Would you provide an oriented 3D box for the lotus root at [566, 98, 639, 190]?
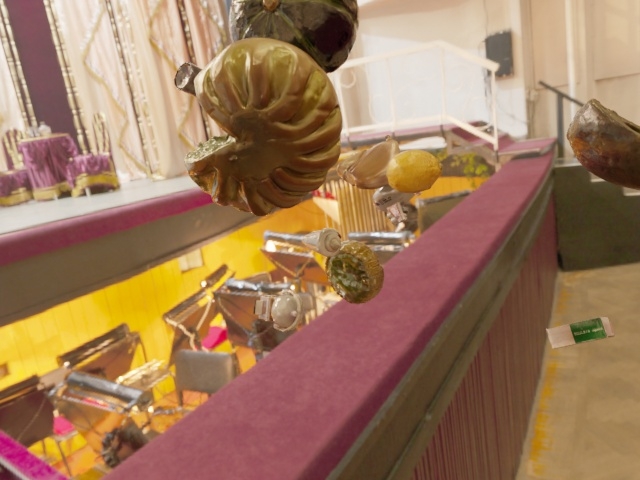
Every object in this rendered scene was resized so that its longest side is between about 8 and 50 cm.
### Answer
[{"bbox_3d":[0.824,-0.243,1.376,0.314,0.210,0.142,35,46,31],"label":"lotus root"}]

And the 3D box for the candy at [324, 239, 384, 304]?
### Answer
[{"bbox_3d":[0.133,0.123,1.961,0.259,0.260,0.118,3,21,41],"label":"candy"}]

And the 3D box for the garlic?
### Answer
[{"bbox_3d":[0.198,-0.266,1.792,0.228,0.110,0.217,-40,40,-4],"label":"garlic"}]

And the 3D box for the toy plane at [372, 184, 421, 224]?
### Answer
[{"bbox_3d":[0.279,-0.182,1.826,0.118,0.252,0.252,2,6,-31],"label":"toy plane"}]

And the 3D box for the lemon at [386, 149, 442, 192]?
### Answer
[{"bbox_3d":[0.244,-0.180,1.302,0.155,0.114,0.114,-2,15,33],"label":"lemon"}]

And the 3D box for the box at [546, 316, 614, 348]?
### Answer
[{"bbox_3d":[0.964,0.344,1.846,0.199,0.081,0.135,-23,-22,36],"label":"box"}]

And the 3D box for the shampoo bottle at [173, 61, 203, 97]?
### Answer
[{"bbox_3d":[-0.242,-0.352,1.183,0.072,0.072,0.214,1,-7,37],"label":"shampoo bottle"}]

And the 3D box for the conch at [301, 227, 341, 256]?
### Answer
[{"bbox_3d":[0.009,0.005,1.709,0.094,0.104,0.176,27,-14,-25],"label":"conch"}]

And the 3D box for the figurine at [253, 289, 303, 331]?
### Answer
[{"bbox_3d":[-0.144,0.271,1.922,0.141,0.163,0.236,14,-12,-41],"label":"figurine"}]

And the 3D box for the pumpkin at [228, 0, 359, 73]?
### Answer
[{"bbox_3d":[-0.066,-0.534,1.204,0.323,0.323,0.241,-5,-6,18],"label":"pumpkin"}]

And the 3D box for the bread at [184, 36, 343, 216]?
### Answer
[{"bbox_3d":[-0.110,-0.197,0.922,0.332,0.333,0.160,-6,24,15],"label":"bread"}]
